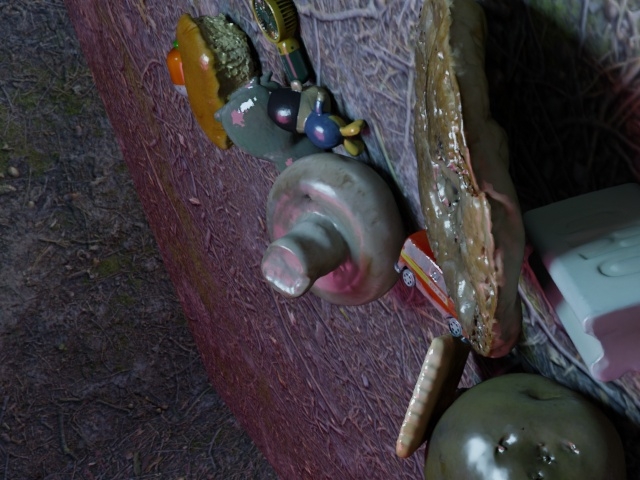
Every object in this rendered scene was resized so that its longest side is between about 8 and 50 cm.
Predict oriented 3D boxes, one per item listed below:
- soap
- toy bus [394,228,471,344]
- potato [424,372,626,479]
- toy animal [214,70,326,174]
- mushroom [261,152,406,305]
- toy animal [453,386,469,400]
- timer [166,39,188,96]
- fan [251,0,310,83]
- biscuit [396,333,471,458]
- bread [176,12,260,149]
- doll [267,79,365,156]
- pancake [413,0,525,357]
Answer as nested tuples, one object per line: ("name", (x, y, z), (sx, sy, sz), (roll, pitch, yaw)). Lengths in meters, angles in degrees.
("soap", (0.252, 0.027, 0.749), (0.198, 0.119, 0.067), (-96, -12, -65))
("toy bus", (0.179, 0.055, 1.177), (0.174, 0.079, 0.077), (49, 148, 35))
("potato", (0.241, 0.292, 1.096), (0.243, 0.221, 0.326), (63, 169, 10))
("toy animal", (-0.050, -0.151, 1.455), (0.251, 0.125, 0.127), (52, 142, -8))
("mushroom", (0.000, 0.000, 1.317), (0.243, 0.243, 0.243), (52, 159, 29))
("toy animal", (0.241, 0.321, 1.350), (0.121, 0.093, 0.225), (-19, 89, 62))
("timer", (-0.254, -0.354, 1.760), (0.136, 0.099, 0.136), (35, 137, 42))
("fan", (-0.054, -0.311, 1.355), (0.082, 0.039, 0.155), (19, 135, 64))
("biscuit", (0.158, 0.201, 1.193), (0.030, 0.160, 0.249), (19, -179, 17))
("bread", (-0.186, -0.293, 1.617), (0.174, 0.121, 0.245), (49, 159, 34))
("doll", (-0.006, -0.189, 1.340), (0.179, 0.089, 0.102), (28, 148, 21))
("pancake", (0.147, -0.067, 0.898), (0.387, 0.082, 0.387), (-11, -90, -87))
